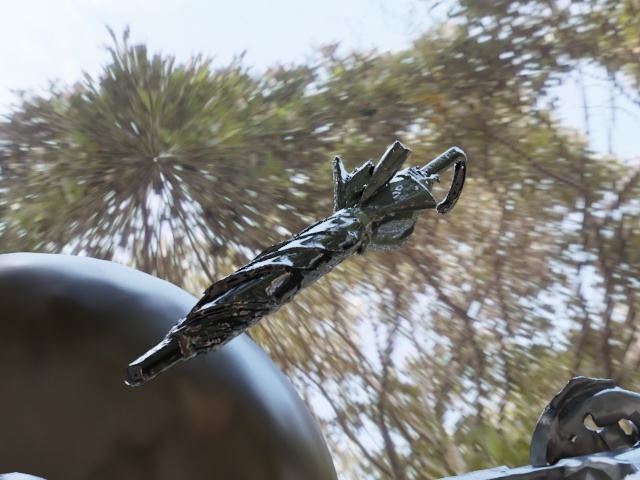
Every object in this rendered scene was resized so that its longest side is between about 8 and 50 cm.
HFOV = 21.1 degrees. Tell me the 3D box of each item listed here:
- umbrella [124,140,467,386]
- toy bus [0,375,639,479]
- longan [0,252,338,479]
[{"bbox_3d":[0.001,-0.005,0.608,0.044,0.269,0.044,17,-70,21],"label":"umbrella"},{"bbox_3d":[0.024,0.109,0.382,0.342,0.097,0.138,-9,-86,-22],"label":"toy bus"},{"bbox_3d":[-0.125,0.148,0.846,0.297,0.297,0.297,0,-87,-5],"label":"longan"}]
